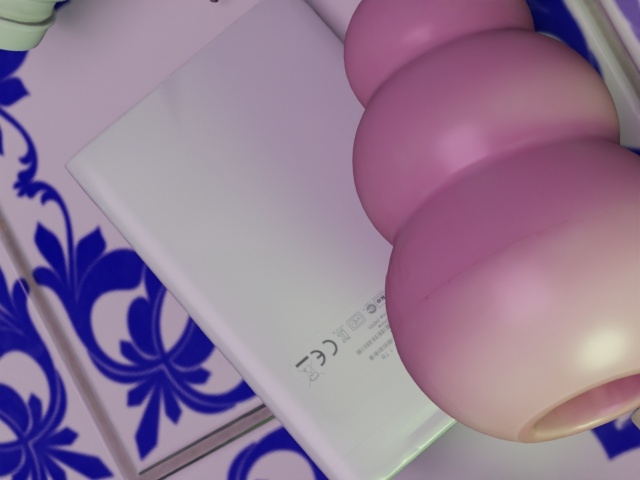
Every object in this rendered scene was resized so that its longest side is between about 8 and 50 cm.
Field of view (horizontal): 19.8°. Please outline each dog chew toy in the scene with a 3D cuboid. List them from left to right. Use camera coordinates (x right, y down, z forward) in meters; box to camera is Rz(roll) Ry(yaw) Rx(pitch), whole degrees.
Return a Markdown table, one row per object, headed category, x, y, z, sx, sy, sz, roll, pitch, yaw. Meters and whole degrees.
| category | x | y | z | sx | sy | sz | roll | pitch | yaw |
| --- | --- | --- | --- | --- | --- | --- | --- | --- | --- |
| dog chew toy | 0.114 | -0.041 | 1.191 | 0.206 | 0.206 | 0.332 | -31 | 67 | 22 |

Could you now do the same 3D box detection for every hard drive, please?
| category | x | y | z | sx | sy | sz | roll | pitch | yaw |
| --- | --- | --- | --- | --- | --- | --- | --- | --- | --- |
| hard drive | 0.000 | 0.000 | 1.303 | 0.210 | 0.040 | 0.319 | -40 | 79 | -5 |

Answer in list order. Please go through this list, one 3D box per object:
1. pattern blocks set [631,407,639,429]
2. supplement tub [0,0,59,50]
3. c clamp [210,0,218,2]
| category | x | y | z | sx | sy | sz | roll | pitch | yaw |
| --- | --- | --- | --- | --- | --- | --- | --- | --- | --- |
| pattern blocks set | 0.316 | 0.142 | 1.238 | 0.325 | 0.026 | 0.285 | 39 | 108 | 14 |
| supplement tub | -0.212 | -0.294 | 1.320 | 0.191 | 0.191 | 0.272 | 38 | 108 | 15 |
| c clamp | -0.005 | -0.243 | 1.335 | 0.160 | 0.022 | 0.137 | 1 | 91 | 24 |
